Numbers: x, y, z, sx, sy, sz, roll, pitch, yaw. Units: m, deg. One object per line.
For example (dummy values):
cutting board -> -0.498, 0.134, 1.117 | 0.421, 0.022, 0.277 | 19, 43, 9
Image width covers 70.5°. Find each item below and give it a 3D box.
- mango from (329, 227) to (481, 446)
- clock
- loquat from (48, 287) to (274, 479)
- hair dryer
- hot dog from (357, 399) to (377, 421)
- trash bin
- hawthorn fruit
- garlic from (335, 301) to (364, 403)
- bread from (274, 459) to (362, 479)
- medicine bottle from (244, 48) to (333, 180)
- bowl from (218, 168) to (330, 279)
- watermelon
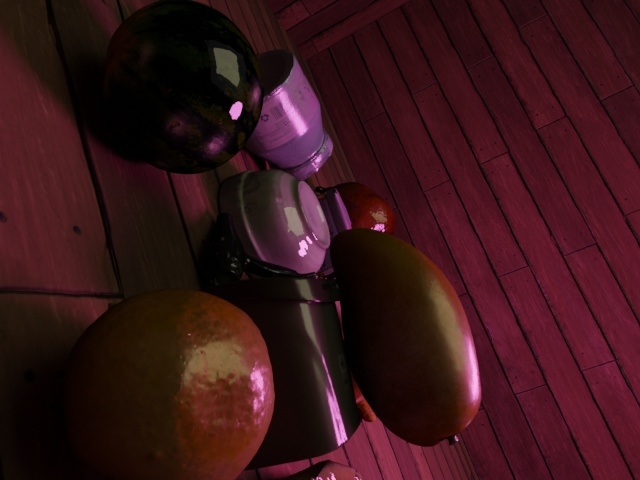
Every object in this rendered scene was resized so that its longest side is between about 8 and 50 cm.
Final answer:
mango -> 0.131, 0.144, 0.756 | 0.384, 0.198, 0.221 | 64, -30, 21
clock -> 0.000, 0.000, 1.214 | 0.083, 0.186, 0.253 | 34, 35, -60
loquat -> -0.146, 0.148, 0.434 | 0.213, 0.213, 0.213 | 58, 16, -28
hair dryer -> -0.105, 0.035, 0.849 | 0.219, 0.075, 0.195 | 19, 29, -21
hot dog -> 0.086, 0.388, 1.171 | 0.066, 0.047, 0.216 | 7, -52, 63
trash bin -> -0.062, 0.182, 0.683 | 0.220, 0.219, 0.250 | 16, 58, -70
hawthorn fruit -> 0.122, -0.066, 1.627 | 0.311, 0.295, 0.295 | 47, 2, 33
garlic -> 0.012, 0.219, 0.932 | 0.286, 0.249, 0.313 | 24, 20, 9
bread -> -0.001, 0.442, 0.657 | 0.192, 0.109, 0.210 | 31, 36, -55
medicine bottle -> -0.113, -0.325, 1.236 | 0.290, 0.245, 0.245 | 54, 18, -45
bowl -> -0.084, -0.034, 1.045 | 0.307, 0.163, 0.307 | -21, 90, -76
watermelon -> -0.216, -0.244, 0.727 | 0.269, 0.269, 0.269 | 58, 16, -28
